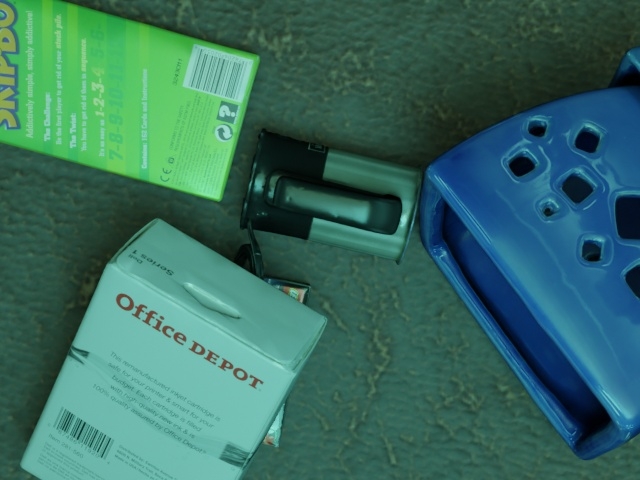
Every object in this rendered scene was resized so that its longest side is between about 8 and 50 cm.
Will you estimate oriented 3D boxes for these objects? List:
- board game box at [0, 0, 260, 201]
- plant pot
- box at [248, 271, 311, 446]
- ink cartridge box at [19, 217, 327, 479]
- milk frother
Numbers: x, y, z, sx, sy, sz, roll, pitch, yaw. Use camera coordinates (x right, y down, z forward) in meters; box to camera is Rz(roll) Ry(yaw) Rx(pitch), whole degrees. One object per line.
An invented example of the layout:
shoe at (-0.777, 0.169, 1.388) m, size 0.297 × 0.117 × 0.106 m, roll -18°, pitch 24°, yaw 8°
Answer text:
board game box at (-0.190, -0.124, 1.181) m, size 0.259 × 0.039 × 0.124 m, roll 15°, pitch 92°, yaw -5°
plant pot at (0.223, 0.006, 1.089) m, size 0.212 × 0.236 × 0.236 m, roll -34°, pitch 77°, yaw -7°
box at (-0.066, 0.094, 1.201) m, size 0.094 × 0.027 × 0.137 m, roll 12°, pitch 93°, yaw -2°
ink cartridge box at (-0.113, 0.117, 1.115) m, size 0.160 × 0.092 × 0.219 m, roll 31°, pitch 120°, yaw 4°
milk frother at (0.000, 0.000, 1.160) m, size 0.135 × 0.129 × 0.143 m, roll 13°, pitch 114°, yaw -1°
